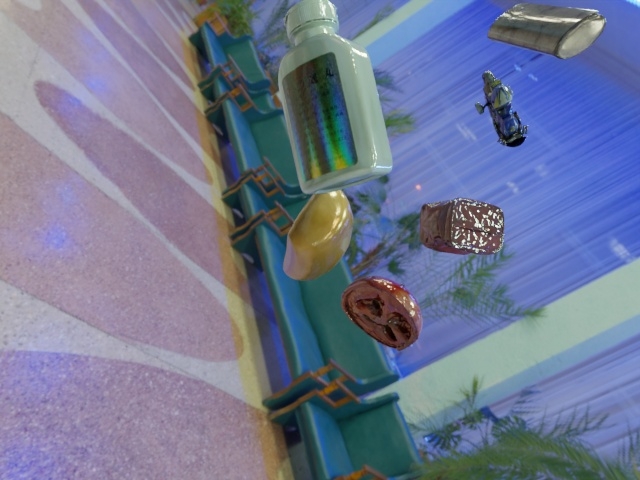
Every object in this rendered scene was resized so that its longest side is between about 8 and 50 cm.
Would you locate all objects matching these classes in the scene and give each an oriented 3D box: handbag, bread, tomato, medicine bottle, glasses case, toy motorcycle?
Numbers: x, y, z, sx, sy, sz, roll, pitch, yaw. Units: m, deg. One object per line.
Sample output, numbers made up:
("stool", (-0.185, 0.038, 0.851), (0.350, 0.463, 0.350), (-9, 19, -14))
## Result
("handbag", (0.388, -0.035, 1.250), (0.225, 0.135, 0.146), (10, 82, -30))
("bread", (0.000, 0.000, 0.821), (0.098, 0.147, 0.217), (33, -18, 7))
("tomato", (0.171, 0.174, 1.192), (0.101, 0.228, 0.227), (-40, 102, -36))
("medicine bottle", (0.009, -0.181, 0.580), (0.083, 0.121, 0.228), (-12, 89, -50))
("glasses case", (0.492, -0.474, 1.034), (0.060, 0.114, 0.299), (45, 14, -28))
("toy motorcycle", (0.574, -0.395, 1.441), (0.315, 0.113, 0.168), (42, 26, -48))
